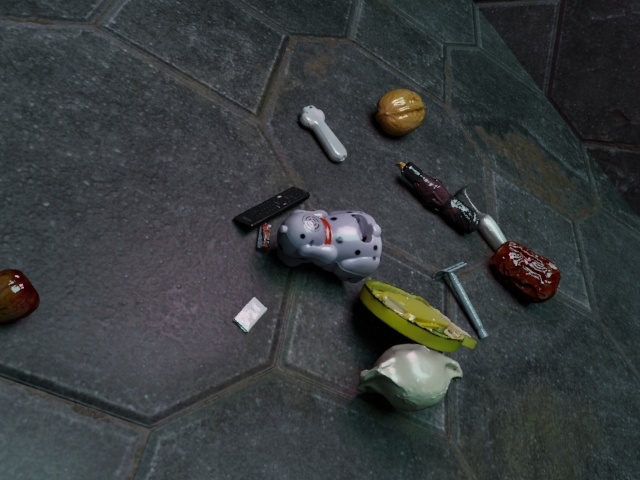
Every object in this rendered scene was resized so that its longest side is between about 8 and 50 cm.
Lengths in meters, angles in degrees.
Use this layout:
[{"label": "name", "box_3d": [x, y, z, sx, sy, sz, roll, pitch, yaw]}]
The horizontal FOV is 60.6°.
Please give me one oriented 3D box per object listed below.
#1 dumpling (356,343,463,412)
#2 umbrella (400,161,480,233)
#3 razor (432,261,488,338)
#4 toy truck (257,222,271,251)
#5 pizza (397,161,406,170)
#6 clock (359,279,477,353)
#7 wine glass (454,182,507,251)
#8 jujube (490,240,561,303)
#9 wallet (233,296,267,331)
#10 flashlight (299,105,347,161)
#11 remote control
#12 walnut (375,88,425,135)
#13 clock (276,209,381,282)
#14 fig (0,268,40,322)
[{"label": "dumpling", "box_3d": [0.196, 0.315, 1.242, 0.258, 0.193, 0.146, 0, 62, -18]}, {"label": "umbrella", "box_3d": [0.388, -0.136, 1.789, 0.326, 0.094, 0.090, 37, 17, -11]}, {"label": "razor", "box_3d": [0.431, 0.180, 1.618, 0.106, 0.068, 0.231, -18, 76, -43]}, {"label": "toy truck", "box_3d": [-0.138, -0.011, 1.346, 0.032, 0.024, 0.083, 6, 53, -2]}, {"label": "pizza", "box_3d": [0.288, -0.239, 1.844, 0.083, 0.016, 0.037, 32, 44, -19]}, {"label": "clock", "box_3d": [0.224, 0.195, 1.364, 0.294, 0.071, 0.277, 22, 12, -34]}, {"label": "wine glass", "box_3d": [0.560, -0.075, 1.892, 0.074, 0.074, 0.262, -22, 76, -44]}, {"label": "jujube", "box_3d": [0.669, 0.101, 1.793, 0.230, 0.155, 0.155, 37, 43, 5]}, {"label": "wallet", "box_3d": [-0.155, 0.164, 1.214, 0.044, 0.011, 0.083, 44, 44, -2]}, {"label": "flashlight", "box_3d": [0.010, -0.322, 1.672, 0.093, 0.047, 0.200, -29, 82, -45]}, {"label": "remote control", "box_3d": [-0.119, -0.086, 1.403, 0.063, 0.025, 0.245, 29, 38, 25]}, {"label": "walnut", "box_3d": [0.273, -0.440, 1.883, 0.207, 0.159, 0.159, -22, 74, -50]}, {"label": "clock", "box_3d": [0.001, 0.002, 1.333, 0.254, 0.189, 0.188, 7, 56, -35]}, {"label": "fig", "box_3d": [-0.544, 0.109, 0.921, 0.125, 0.089, 0.089, -40, 87, -24]}]
